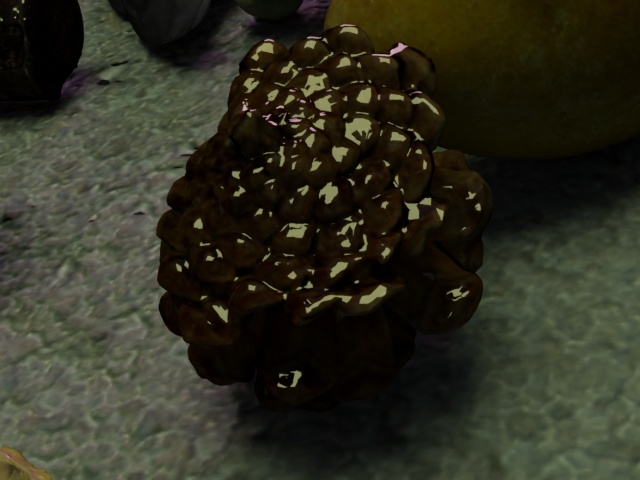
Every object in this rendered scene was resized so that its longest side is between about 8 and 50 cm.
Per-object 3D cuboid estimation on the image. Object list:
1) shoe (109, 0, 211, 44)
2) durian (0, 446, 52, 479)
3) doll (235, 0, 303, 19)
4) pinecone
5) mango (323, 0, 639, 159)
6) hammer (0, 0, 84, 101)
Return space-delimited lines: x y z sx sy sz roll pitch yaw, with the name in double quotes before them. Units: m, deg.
"shoe" -0.111 -0.239 1.079 0.137 0.095 0.245 -26 26 -10
"durian" -0.193 0.126 0.565 0.182 0.132 0.165 -2 46 1
"doll" 0.040 -0.253 0.961 0.228 0.154 0.258 -26 23 -19
"pinecone" -0.003 -0.002 0.632 0.150 0.195 0.179 24 68 -10
"mango" 0.161 -0.174 0.760 0.384 0.221 0.199 -32 41 -32
"hammer" -0.288 -0.276 1.136 0.242 0.095 0.409 -5 50 20
